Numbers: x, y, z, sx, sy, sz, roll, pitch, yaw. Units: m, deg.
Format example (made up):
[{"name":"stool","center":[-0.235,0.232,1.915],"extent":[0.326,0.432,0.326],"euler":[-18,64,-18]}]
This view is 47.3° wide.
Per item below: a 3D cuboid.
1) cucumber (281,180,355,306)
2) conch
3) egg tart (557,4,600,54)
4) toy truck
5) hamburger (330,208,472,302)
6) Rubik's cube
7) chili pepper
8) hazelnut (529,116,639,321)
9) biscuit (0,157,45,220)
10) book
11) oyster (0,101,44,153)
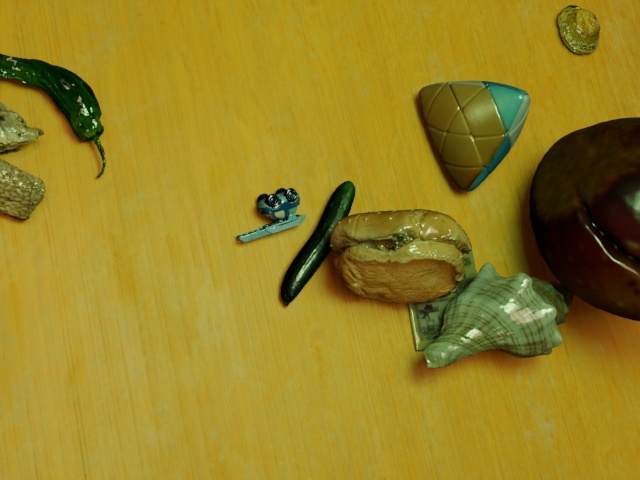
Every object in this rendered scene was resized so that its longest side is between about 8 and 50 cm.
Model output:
[{"name":"cucumber","center":[0.000,0.000,1.388],"extent":[0.056,0.056,0.284],"euler":[33,68,-9]},{"name":"conch","center":[0.359,0.137,1.409],"extent":[0.386,0.169,0.203],"euler":[-7,53,-37]},{"name":"egg tart","center":[0.629,-0.511,1.764],"extent":[0.130,0.052,0.130],"euler":[5,76,-21]},{"name":"toy truck","center":[-0.099,-0.050,1.364],"extent":[0.136,0.063,0.074],"euler":[-18,102,-21]},{"name":"hamburger","center":[0.158,0.024,1.338],"extent":[0.286,0.243,0.146],"euler":[11,69,-20]},{"name":"Rubik's cube","center":[0.326,-0.267,1.551],"extent":[0.254,0.254,0.254],"euler":[5,74,-19]},{"name":"chili pepper","center":[-0.456,-0.246,1.279],"extent":[0.279,0.065,0.122],"euler":[40,68,-6]},{"name":"hazelnut","center":[0.618,-0.054,1.428],"extent":[0.402,0.429,0.402],"euler":[-1,110,-2]},{"name":"biscuit","center":[-0.541,-0.097,1.201],"extent":[0.168,0.082,0.070],"euler":[24,44,-12]},{"name":"book","center":[0.250,0.118,1.471],"extent":[0.168,0.013,0.192],"euler":[-4,76,-21]},{"name":"oyster","center":[-0.586,-0.209,1.219],"extent":[0.209,0.072,0.133],"euler":[43,63,-3]}]
